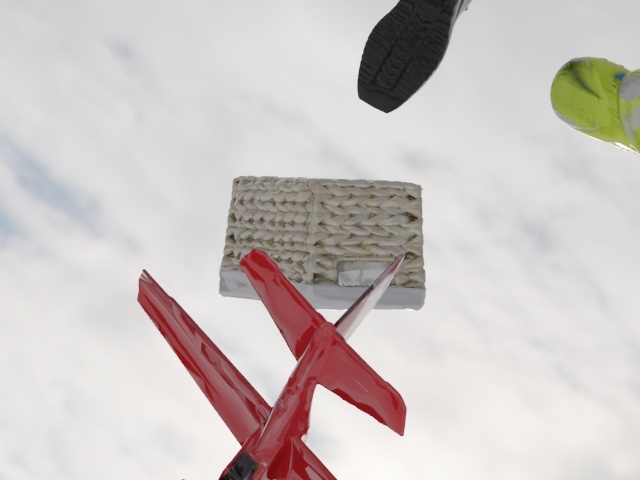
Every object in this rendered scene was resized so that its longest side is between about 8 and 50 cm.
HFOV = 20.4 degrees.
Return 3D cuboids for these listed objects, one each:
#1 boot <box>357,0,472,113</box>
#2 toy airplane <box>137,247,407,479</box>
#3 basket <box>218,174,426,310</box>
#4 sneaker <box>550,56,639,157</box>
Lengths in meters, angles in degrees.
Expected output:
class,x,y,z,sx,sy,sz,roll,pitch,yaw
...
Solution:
class,x,y,z,sx,sy,sz,roll,pitch,yaw
boot,0.116,-0.219,1.785,0.077,0.198,0.137,33,13,12
toy airplane,-0.008,0.056,0.545,0.151,0.028,0.151,27,-49,35
basket,0.000,0.000,1.438,0.167,0.113,0.103,4,-87,61
sneaker,0.329,-0.104,1.639,0.126,0.091,0.240,10,21,-46
